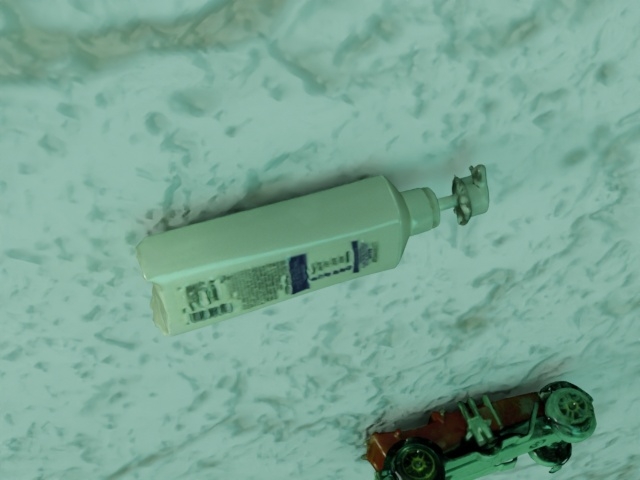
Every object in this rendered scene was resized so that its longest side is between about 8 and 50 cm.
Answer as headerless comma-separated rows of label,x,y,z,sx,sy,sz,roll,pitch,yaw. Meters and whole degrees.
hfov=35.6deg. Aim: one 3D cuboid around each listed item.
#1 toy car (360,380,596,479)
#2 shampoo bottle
toy car,0.099,0.128,0.620,0.143,0.054,0.073,-18,150,-13
shampoo bottle,0.000,0.000,0.389,0.141,0.034,0.049,-16,141,-10
